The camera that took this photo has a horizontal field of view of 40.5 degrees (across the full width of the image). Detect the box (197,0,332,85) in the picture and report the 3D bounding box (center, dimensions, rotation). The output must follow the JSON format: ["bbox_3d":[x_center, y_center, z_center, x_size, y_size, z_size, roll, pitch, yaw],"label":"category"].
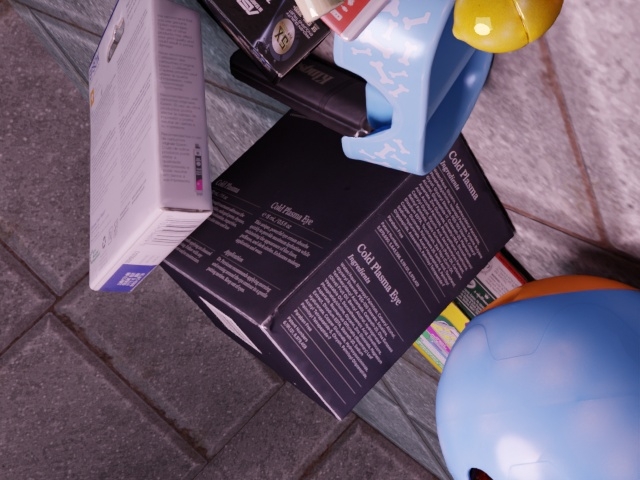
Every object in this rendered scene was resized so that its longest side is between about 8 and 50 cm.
[{"bbox_3d":[-0.081,-0.269,0.978,0.180,0.077,0.147,47,180,-9],"label":"box"}]

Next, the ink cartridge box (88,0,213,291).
[{"bbox_3d":[-0.219,-0.135,1.065,0.071,0.330,0.324,5,161,-26],"label":"ink cartridge box"}]

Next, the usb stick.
[{"bbox_3d":[-0.012,-0.190,1.073,0.278,0.077,0.045,33,155,40],"label":"usb stick"}]

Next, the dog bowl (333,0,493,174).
[{"bbox_3d":[0.088,-0.160,0.720,0.074,0.166,0.297,29,162,16],"label":"dog bowl"}]

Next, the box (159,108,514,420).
[{"bbox_3d":[0.000,0.000,1.094,0.343,0.312,0.179,26,157,55],"label":"box"}]

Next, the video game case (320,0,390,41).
[{"bbox_3d":[-0.015,-0.302,0.559,0.285,0.204,0.025,45,-158,1],"label":"video game case"}]

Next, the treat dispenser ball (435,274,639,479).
[{"bbox_3d":[0.265,0.180,0.898,0.288,0.288,0.288,42,166,13],"label":"treat dispenser ball"}]

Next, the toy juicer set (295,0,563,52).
[{"bbox_3d":[0.073,-0.216,0.504,0.329,0.089,0.209,6,120,38],"label":"toy juicer set"}]

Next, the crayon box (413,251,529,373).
[{"bbox_3d":[0.265,0.169,1.246,0.363,0.106,0.313,46,167,-6],"label":"crayon box"}]
